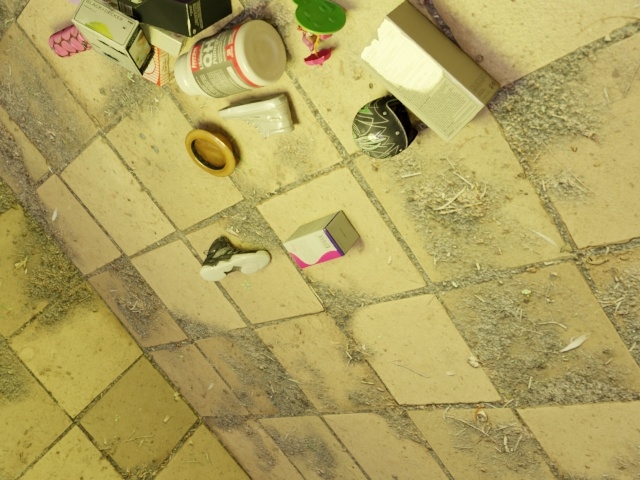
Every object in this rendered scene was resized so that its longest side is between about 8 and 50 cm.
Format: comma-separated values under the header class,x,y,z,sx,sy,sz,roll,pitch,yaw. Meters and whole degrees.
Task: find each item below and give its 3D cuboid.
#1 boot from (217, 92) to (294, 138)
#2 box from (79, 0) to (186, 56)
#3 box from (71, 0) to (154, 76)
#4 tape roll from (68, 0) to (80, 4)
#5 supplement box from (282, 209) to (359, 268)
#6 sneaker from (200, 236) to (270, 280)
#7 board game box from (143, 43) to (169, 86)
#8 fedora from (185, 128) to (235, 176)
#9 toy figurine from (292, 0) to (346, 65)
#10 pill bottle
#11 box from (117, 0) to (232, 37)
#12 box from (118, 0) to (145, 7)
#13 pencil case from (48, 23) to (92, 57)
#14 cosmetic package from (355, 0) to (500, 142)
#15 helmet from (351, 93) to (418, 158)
class,x,y,z,sx,sy,sz,roll,pitch,yaw
boot,-0.196,-0.362,2.045,0.258,0.095,0.123,0,118,38
box,-0.557,-0.664,2.024,0.324,0.063,0.067,26,144,-8
box,-0.596,-0.589,1.965,0.169,0.087,0.290,28,175,-5
tape roll,-0.742,-0.863,2.050,0.274,0.090,0.275,22,137,22
supplement box,0.000,0.000,2.202,0.220,0.114,0.111,-19,113,46
sneaker,-0.322,0.050,2.523,0.268,0.153,0.101,-15,140,8
board game box,-0.577,-0.604,2.182,0.193,0.045,0.147,28,139,16
fedora,-0.353,-0.303,2.244,0.194,0.079,0.194,19,138,18
toy figurine,-0.021,-0.533,1.751,0.173,0.130,0.159,53,155,22
pill bottle,-0.266,-0.500,1.915,0.318,0.176,0.176,-3,123,41
box,-0.406,-0.669,1.872,0.261,0.184,0.103,22,135,22
box,-0.562,-0.726,1.687,0.060,0.270,0.216,-22,80,26
pencil case,-0.833,-0.678,2.296,0.209,0.095,0.098,2,142,41
cosmetic package,0.255,-0.402,1.623,0.309,0.113,0.160,43,141,0
helmet,0.163,-0.291,1.760,0.169,0.161,0.169,22,137,23
